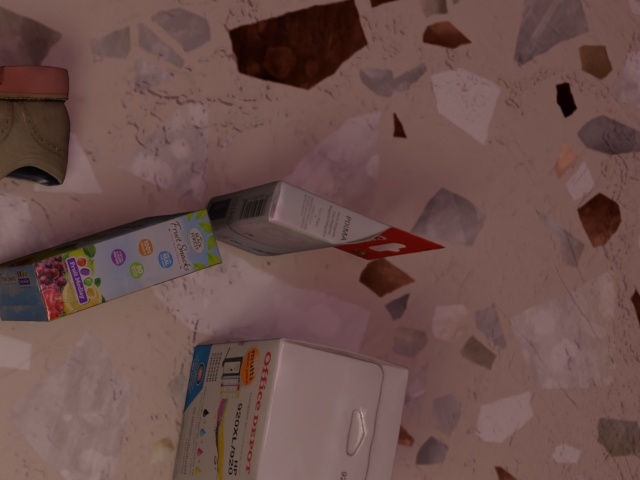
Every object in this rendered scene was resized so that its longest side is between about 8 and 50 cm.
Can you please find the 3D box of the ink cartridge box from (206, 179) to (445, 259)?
[{"bbox_3d":[0.000,0.000,1.651,0.232,0.189,0.066,26,73,-25],"label":"ink cartridge box"}]

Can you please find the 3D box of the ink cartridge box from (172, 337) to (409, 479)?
[{"bbox_3d":[-0.038,0.210,1.582,0.168,0.232,0.171,15,77,-27],"label":"ink cartridge box"}]

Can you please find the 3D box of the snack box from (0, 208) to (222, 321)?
[{"bbox_3d":[-0.239,0.027,1.526,0.207,0.174,0.070,-18,96,-30],"label":"snack box"}]

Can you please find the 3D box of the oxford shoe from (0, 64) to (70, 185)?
[{"bbox_3d":[-0.410,-0.097,1.427,0.397,0.140,0.146,-13,97,-46],"label":"oxford shoe"}]
